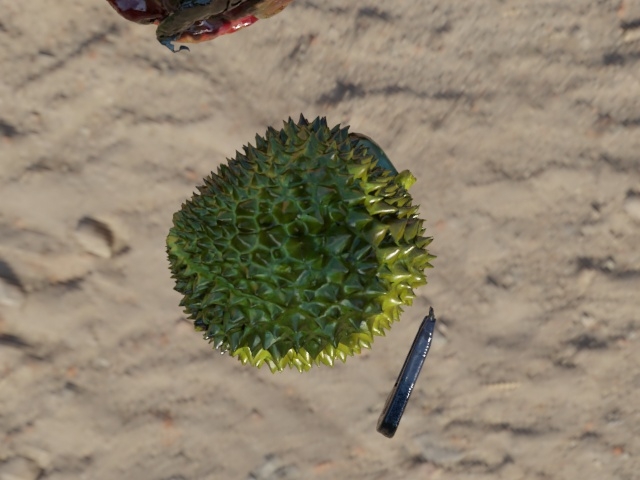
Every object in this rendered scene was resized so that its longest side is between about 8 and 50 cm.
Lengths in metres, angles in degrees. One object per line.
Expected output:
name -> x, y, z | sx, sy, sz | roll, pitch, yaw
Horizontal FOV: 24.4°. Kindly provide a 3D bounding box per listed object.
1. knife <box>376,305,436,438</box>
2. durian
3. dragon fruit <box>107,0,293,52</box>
knife -> 0.075, 0.111, 1.234 | 0.018, 0.031, 0.121 | 23, 103, 2
durian -> -0.008, 0.012, 0.922 | 0.159, 0.198, 0.146 | -43, 69, 10
dragon fruit -> -0.095, -0.297, 1.192 | 0.250, 0.291, 0.269 | -19, 84, -17
